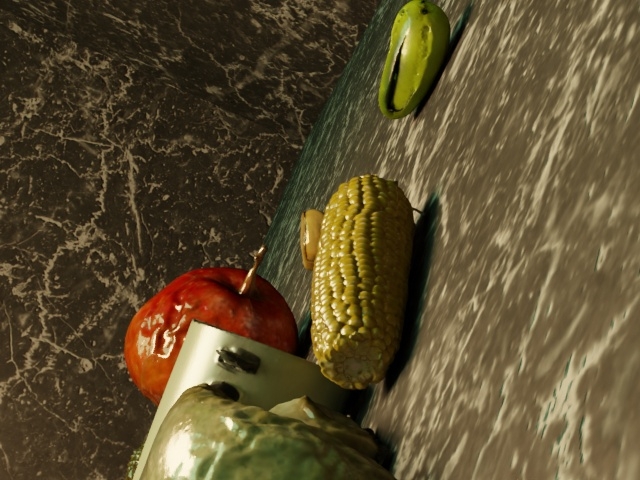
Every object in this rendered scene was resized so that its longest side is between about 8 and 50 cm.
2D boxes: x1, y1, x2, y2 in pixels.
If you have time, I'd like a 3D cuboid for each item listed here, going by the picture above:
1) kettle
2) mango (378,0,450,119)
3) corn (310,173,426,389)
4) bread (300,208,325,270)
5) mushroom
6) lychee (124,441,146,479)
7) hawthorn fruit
[{"bbox_3d":[-0.096,0.209,0.956,0.255,0.165,0.240,-67,-20,-6],"label":"kettle"},{"bbox_3d":[0.120,-0.226,1.359,0.091,0.074,0.165,-82,5,-55],"label":"mango"},{"bbox_3d":[0.038,0.029,0.961,0.091,0.091,0.260,-39,21,26],"label":"corn"},{"bbox_3d":[0.000,0.000,1.592,0.115,0.056,0.082,84,-173,-71],"label":"bread"},{"bbox_3d":[-0.057,0.199,0.768,0.267,0.164,0.189,-171,106,-84],"label":"mushroom"},{"bbox_3d":[-0.259,0.412,1.823,0.171,0.171,0.171,-156,90,-84],"label":"lychee"},{"bbox_3d":[-0.130,0.123,1.462,0.271,0.242,0.242,-57,8,17],"label":"hawthorn fruit"}]
